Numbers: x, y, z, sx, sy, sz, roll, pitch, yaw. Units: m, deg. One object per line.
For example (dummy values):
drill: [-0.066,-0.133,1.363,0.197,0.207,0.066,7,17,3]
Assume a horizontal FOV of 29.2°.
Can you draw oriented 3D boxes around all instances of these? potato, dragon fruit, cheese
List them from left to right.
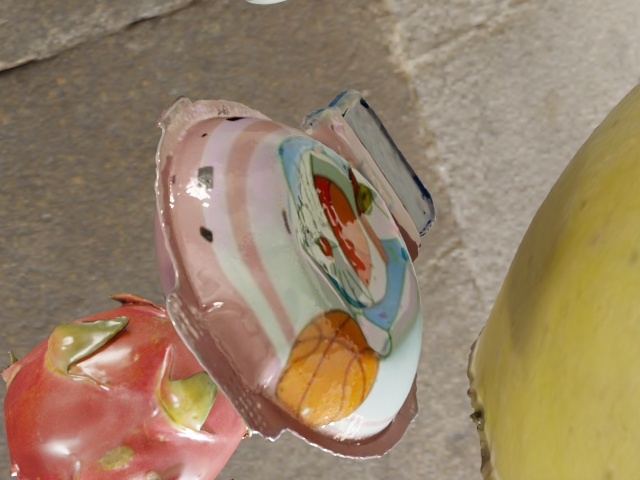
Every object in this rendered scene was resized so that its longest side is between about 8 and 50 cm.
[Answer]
dragon fruit: [-0.165,0.154,1.099,0.224,0.227,0.224,-10,90,-88]
cheese: [0.000,0.000,0.594,0.189,0.074,0.286,57,27,-8]
potato: [0.307,0.034,0.660,0.442,0.386,0.319,-71,179,-61]

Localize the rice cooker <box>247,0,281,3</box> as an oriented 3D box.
rice cooker: [-0.089,-0.338,0.911,0.277,0.288,0.288,20,72,-25]
